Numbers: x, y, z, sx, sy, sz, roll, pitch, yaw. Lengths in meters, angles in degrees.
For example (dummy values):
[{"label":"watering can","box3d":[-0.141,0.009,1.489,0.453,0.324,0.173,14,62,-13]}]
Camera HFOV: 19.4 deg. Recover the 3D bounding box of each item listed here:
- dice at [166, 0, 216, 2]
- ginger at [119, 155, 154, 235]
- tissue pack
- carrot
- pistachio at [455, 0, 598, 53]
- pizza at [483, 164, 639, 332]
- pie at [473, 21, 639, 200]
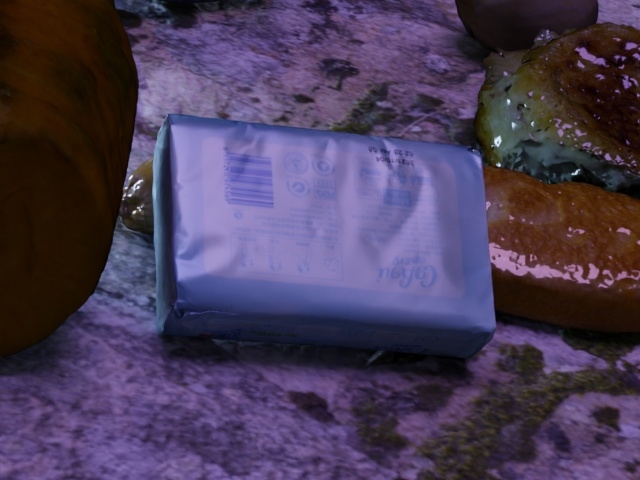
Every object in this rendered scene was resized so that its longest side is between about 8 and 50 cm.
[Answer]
[{"label":"dice","box3d":[-0.172,-0.423,1.966,0.270,0.270,0.271,-4,37,-44]},{"label":"ginger","box3d":[-0.079,-0.028,1.566,0.190,0.069,0.095,10,62,-10]},{"label":"tissue pack","box3d":[0.000,0.000,1.484,0.263,0.089,0.177,6,63,-17]},{"label":"carrot","box3d":[-0.261,-0.070,1.383,0.241,0.241,0.340,10,32,-8]},{"label":"pistachio","box3d":[0.223,-0.260,2.039,0.185,0.124,0.124,-4,35,-35]},{"label":"pizza","box3d":[0.205,0.005,1.629,0.365,0.074,0.182,7,33,-7]},{"label":"pie","box3d":[0.309,-0.107,1.839,0.355,0.103,0.288,26,38,16]}]
